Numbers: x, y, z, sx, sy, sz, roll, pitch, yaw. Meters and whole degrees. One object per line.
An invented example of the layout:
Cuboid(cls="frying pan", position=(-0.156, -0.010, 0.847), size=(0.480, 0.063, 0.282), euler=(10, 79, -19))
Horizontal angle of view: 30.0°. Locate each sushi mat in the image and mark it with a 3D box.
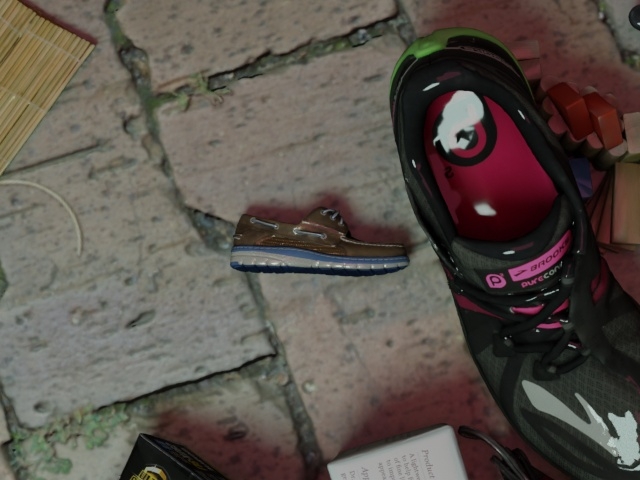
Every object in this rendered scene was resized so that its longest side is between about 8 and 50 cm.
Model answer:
Cuboid(cls="sushi mat", position=(-0.390, -0.120, 1.267), size=(0.151, 0.019, 0.316), euler=(35, 85, 5))

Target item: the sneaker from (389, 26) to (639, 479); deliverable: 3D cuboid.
Cuboid(cls="sneaker", position=(0.185, 0.036, 1.105), size=(0.185, 0.202, 0.482), euler=(-29, 94, 16))

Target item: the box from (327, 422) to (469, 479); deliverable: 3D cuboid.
Cuboid(cls="box", position=(0.090, 0.272, 1.113), size=(0.119, 0.182, 0.181), euler=(-16, 81, 2))

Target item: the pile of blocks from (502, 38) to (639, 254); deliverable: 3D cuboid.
Cuboid(cls="pile of blocks", position=(0.282, -0.080, 1.190), size=(0.362, 0.112, 0.149), euler=(28, 84, 6))

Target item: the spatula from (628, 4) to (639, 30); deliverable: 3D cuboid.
Cuboid(cls="spatula", position=(0.461, -0.195, 1.223), size=(0.296, 0.030, 0.084), euler=(14, 81, 5))

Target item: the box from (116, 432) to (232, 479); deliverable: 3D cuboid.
Cuboid(cls="box", position=(-0.106, 0.357, 1.063), size=(0.322, 0.079, 0.257), euler=(24, 86, 43))

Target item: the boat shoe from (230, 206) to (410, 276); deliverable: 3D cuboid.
Cuboid(cls="boat shoe", position=(0.000, 0.000, 1.213), size=(0.183, 0.066, 0.066), euler=(3, 81, 2))

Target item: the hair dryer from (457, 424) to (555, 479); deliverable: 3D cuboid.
Cuboid(cls="hair dryer", position=(0.270, 0.273, 1.116), size=(0.293, 0.223, 0.080), euler=(34, 109, -15))
